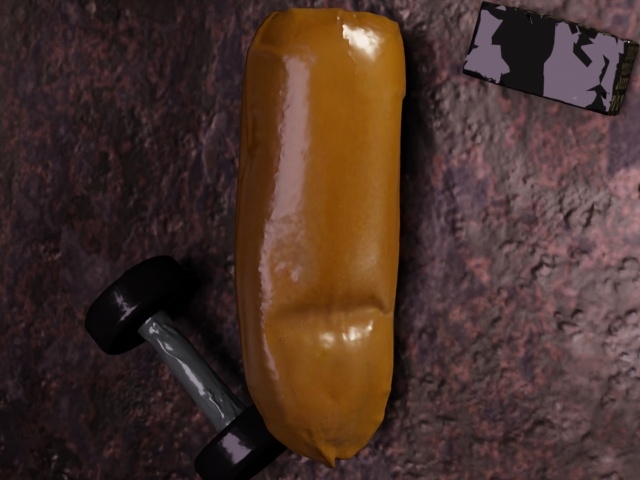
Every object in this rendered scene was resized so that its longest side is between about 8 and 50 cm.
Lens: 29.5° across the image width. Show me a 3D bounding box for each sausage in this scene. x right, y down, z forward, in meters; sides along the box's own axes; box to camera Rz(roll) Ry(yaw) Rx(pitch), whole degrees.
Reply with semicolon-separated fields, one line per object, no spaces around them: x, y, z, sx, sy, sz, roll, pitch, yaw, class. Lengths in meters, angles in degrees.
-0.003;0.000;0.953;0.116;0.134;0.354;14;103;58;sausage

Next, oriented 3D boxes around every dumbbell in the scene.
-0.106;0.112;1.026;0.100;0.100;0.191;-46;75;22;dumbbell

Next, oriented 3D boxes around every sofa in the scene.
0.170;-0.136;0.905;0.118;0.039;0.060;20;104;22;sofa
